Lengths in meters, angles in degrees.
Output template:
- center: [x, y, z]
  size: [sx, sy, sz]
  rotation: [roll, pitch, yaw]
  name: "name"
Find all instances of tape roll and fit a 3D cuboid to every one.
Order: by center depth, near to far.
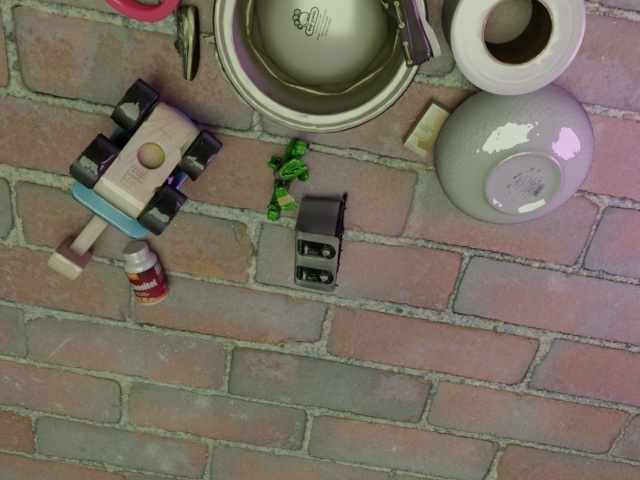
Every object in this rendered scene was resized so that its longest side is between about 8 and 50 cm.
- center: [0.363, -0.422, 1.240]
  size: [0.246, 0.169, 0.246]
  rotation: [2, 121, 4]
  name: "tape roll"

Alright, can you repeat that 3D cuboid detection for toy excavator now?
- center: [-0.455, -0.099, 1.473]
  size: [0.222, 0.445, 0.433]
  rotation: [36, 75, -15]
  name: "toy excavator"

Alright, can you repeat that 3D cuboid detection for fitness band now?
- center: [-0.344, -0.540, 1.221]
  size: [0.209, 0.054, 0.291]
  rotation: [29, 146, -15]
  name: "fitness band"

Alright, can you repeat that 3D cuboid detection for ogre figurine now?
- center: [-0.073, -0.152, 1.457]
  size: [0.096, 0.118, 0.197]
  rotation: [1, 122, -2]
  name: "ogre figurine"

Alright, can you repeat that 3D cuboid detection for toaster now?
- center: [0.000, 0.000, 1.517]
  size: [0.110, 0.186, 0.168]
  rotation: [7, 128, 3]
  name: "toaster"

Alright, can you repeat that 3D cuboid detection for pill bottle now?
- center: [-0.447, 0.083, 1.638]
  size: [0.086, 0.086, 0.152]
  rotation: [-10, 119, 9]
  name: "pill bottle"

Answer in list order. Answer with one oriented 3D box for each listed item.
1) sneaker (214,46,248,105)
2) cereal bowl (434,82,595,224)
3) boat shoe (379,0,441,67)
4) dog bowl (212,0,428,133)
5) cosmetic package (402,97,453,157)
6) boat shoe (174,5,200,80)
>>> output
- center: [-0.185, -0.348, 1.383]
  size: [0.053, 0.061, 0.152]
  rotation: [-26, 117, 16]
  name: "sneaker"
- center: [0.417, -0.161, 1.373]
  size: [0.338, 0.141, 0.339]
  rotation: [1, 130, 1]
  name: "cereal bowl"
- center: [0.142, -0.414, 1.137]
  size: [0.068, 0.081, 0.228]
  rotation: [-24, 119, 12]
  name: "boat shoe"
- center: [0.003, -0.429, 1.272]
  size: [0.407, 0.150, 0.408]
  rotation: [2, 121, 3]
  name: "dog bowl"
- center: [0.236, -0.249, 1.423]
  size: [0.060, 0.041, 0.115]
  rotation: [27, 119, -11]
  name: "cosmetic package"
- center: [-0.283, -0.415, 1.358]
  size: [0.049, 0.056, 0.152]
  rotation: [9, 111, 4]
  name: "boat shoe"
